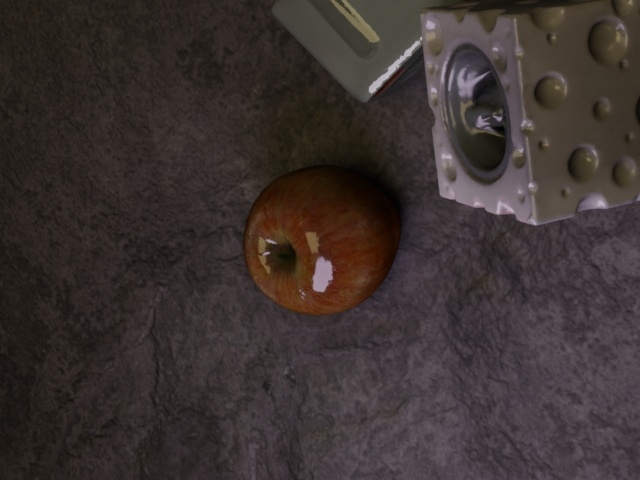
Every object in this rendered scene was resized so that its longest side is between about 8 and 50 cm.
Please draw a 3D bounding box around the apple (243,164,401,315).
[{"bbox_3d":[0.000,0.000,2.167,0.211,0.188,0.211,8,105,35],"label":"apple"}]

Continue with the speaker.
[{"bbox_3d":[0.136,-0.366,1.991,0.184,0.183,0.406,50,124,6],"label":"speaker"}]

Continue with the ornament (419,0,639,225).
[{"bbox_3d":[0.282,-0.172,1.845,0.240,0.240,0.239,-156,56,-65],"label":"ornament"}]
